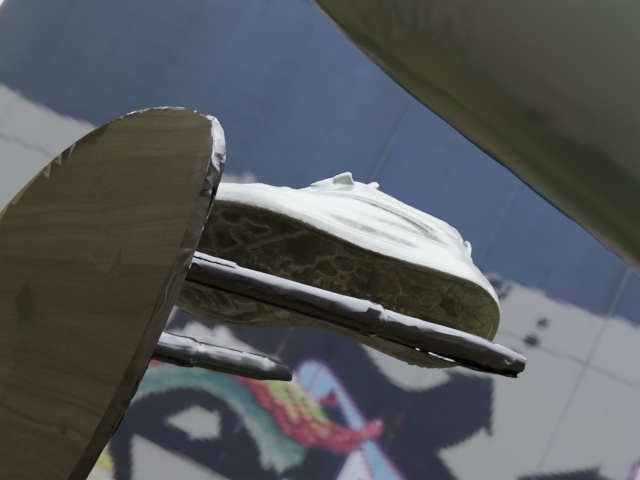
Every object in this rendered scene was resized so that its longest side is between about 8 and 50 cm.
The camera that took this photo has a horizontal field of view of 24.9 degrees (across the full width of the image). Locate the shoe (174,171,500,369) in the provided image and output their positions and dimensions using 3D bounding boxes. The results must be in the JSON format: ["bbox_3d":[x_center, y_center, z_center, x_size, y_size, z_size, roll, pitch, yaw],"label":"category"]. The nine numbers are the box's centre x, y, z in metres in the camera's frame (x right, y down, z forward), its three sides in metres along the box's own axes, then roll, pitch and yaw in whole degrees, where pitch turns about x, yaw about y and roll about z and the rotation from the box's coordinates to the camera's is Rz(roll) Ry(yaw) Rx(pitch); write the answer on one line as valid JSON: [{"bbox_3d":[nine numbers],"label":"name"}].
[{"bbox_3d":[0.000,0.000,1.229,0.316,0.159,0.124,19,-58,-4],"label":"shoe"}]

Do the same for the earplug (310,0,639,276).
[{"bbox_3d":[0.088,-0.095,0.456,0.324,0.185,0.185,39,-14,23],"label":"earplug"}]

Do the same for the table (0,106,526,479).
[{"bbox_3d":[-0.072,0.119,0.877,0.249,0.317,0.317,27,-16,-29],"label":"table"}]
